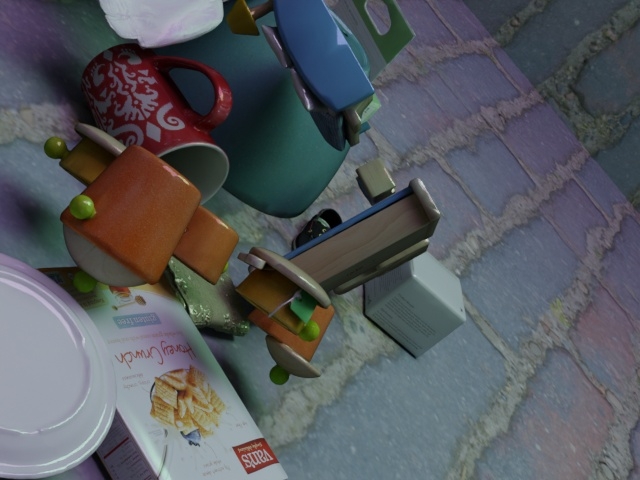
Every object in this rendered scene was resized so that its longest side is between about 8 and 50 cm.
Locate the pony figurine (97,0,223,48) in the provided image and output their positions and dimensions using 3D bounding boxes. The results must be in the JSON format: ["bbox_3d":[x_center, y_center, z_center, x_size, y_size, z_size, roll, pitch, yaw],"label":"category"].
[{"bbox_3d":[-0.168,-0.372,1.364,0.351,0.363,0.303,-14,100,-38],"label":"pony figurine"}]

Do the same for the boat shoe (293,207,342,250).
[{"bbox_3d":[-0.001,-0.001,1.485,0.049,0.042,0.133,46,24,-13],"label":"boat shoe"}]

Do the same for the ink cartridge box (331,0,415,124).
[{"bbox_3d":[0.042,-0.257,1.708,0.056,0.235,0.171,21,35,-44],"label":"ink cartridge box"}]

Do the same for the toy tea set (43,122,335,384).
[{"bbox_3d":[-0.113,0.037,1.054,0.336,0.124,0.200,39,-7,-22],"label":"toy tea set"}]

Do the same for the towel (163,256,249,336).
[{"bbox_3d":[-0.131,0.033,1.210,0.110,0.027,0.148,18,37,-53],"label":"towel"}]

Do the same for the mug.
[{"bbox_3d":[-0.167,-0.129,1.259,0.169,0.150,0.113,58,-4,31],"label":"mug"}]

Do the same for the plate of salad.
[{"bbox_3d":[-0.243,0.091,0.876,0.200,0.048,0.200,30,36,-24],"label":"plate of salad"}]

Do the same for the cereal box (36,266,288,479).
[{"bbox_3d":[-0.142,0.128,1.011,0.240,0.047,0.173,55,22,15],"label":"cereal box"}]

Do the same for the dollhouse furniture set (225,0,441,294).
[{"bbox_3d":[-0.032,-0.091,1.318,0.303,0.198,0.286,62,-3,8],"label":"dollhouse furniture set"}]

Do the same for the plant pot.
[{"bbox_3d":[-0.052,-0.203,1.505,0.290,0.195,0.290,40,24,-22],"label":"plant pot"}]

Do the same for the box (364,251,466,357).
[{"bbox_3d":[0.120,0.072,1.529,0.101,0.087,0.102,41,24,-21],"label":"box"}]
